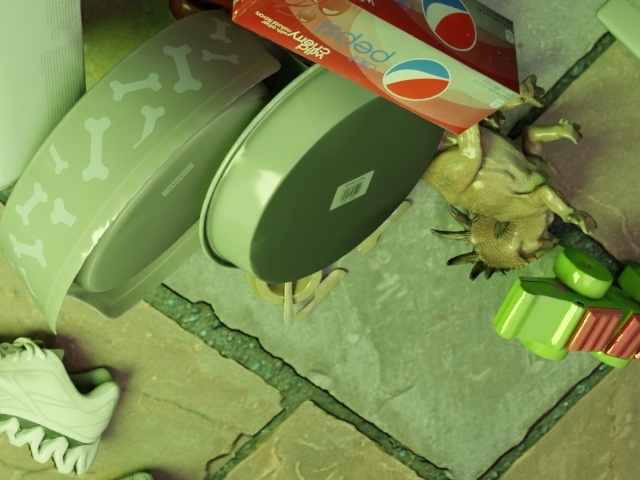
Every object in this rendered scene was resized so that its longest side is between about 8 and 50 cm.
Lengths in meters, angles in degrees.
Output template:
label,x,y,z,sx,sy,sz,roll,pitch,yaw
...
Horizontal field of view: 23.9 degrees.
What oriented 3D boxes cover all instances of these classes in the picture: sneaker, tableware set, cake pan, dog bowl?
label,x,y,z,sx,sy,sz,roll,pitch,yaw
sneaker,-0.343,0.146,1.597,0.292,0.110,0.118,27,102,-36
tableware set,0.000,0.000,1.636,0.128,0.039,0.194,36,105,-30
cake pan,0.013,-0.068,1.459,0.293,0.054,0.293,-36,156,-19
dog bowl,-0.154,-0.067,1.401,0.102,0.349,0.348,42,105,8

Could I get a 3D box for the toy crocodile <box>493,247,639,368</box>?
label,x,y,z,sx,sy,sz,roll,pitch,yaw
toy crocodile,0.324,0.090,1.710,0.341,0.105,0.115,9,118,-45

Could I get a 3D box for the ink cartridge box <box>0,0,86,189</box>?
label,x,y,z,sx,sy,sz,roll,pitch,yaw
ink cartridge box,-0.351,-0.236,1.318,0.130,0.272,0.309,-37,137,-47

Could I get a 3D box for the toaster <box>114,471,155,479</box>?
label,x,y,z,sx,sy,sz,roll,pitch,yaw
toaster,-0.231,0.365,1.736,0.146,0.129,0.227,-24,121,-5

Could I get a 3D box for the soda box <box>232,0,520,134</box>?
label,x,y,z,sx,sy,sz,roll,pitch,yaw
soda box,0.052,-0.191,1.317,0.263,0.092,0.083,23,141,-31

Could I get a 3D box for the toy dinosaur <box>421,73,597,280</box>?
label,x,y,z,sx,sy,sz,roll,pitch,yaw
toy dinosaur,0.169,-0.065,1.607,0.296,0.127,0.200,44,134,-16

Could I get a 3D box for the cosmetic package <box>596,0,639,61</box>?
label,x,y,z,sx,sy,sz,roll,pitch,yaw
cosmetic package,0.522,-0.300,1.497,0.453,0.230,0.161,-45,121,13

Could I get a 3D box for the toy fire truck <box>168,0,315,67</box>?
label,x,y,z,sx,sy,sz,roll,pitch,yaw
toy fire truck,-0.022,-0.274,1.413,0.302,0.169,0.254,16,133,-22
